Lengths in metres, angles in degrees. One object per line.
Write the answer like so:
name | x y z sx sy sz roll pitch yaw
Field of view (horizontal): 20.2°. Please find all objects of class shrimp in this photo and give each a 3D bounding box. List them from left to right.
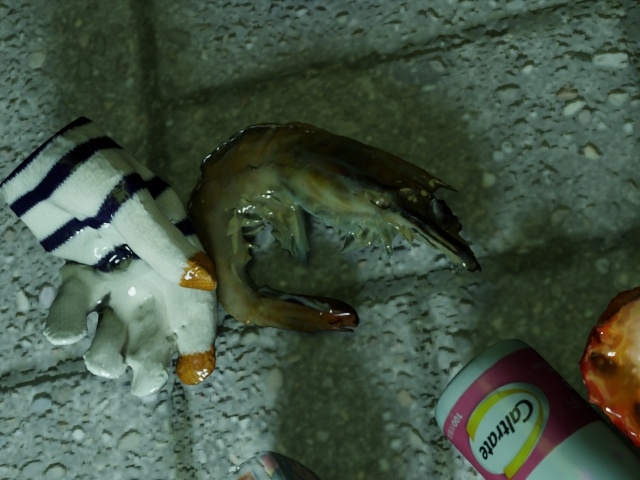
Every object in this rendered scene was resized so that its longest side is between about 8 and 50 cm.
shrimp | -0.001 0.000 1.397 0.253 0.058 0.173 29 89 27

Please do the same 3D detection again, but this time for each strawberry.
strawberry | 0.258 0.118 1.261 0.121 0.082 0.188 -29 82 -3

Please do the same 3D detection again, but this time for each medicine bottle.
medicine bottle | 0.180 0.170 1.256 0.090 0.090 0.216 -43 65 -2

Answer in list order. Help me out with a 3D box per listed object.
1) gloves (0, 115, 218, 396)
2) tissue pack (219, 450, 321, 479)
gloves | -0.153 0.016 1.407 0.140 0.131 0.218 -38 93 15
tissue pack | -0.005 0.228 1.280 0.060 0.108 0.148 -36 65 5
